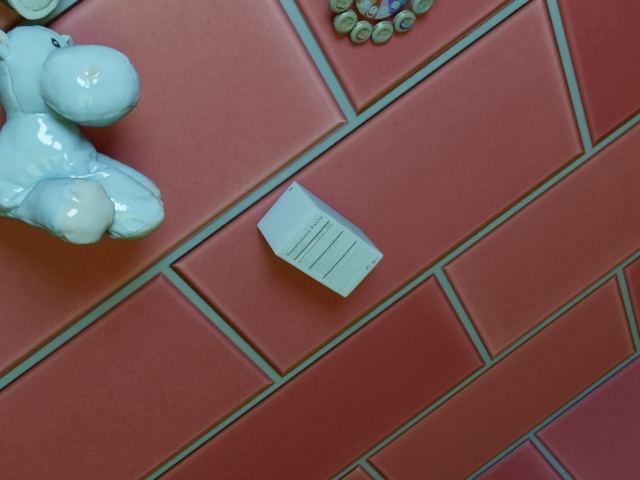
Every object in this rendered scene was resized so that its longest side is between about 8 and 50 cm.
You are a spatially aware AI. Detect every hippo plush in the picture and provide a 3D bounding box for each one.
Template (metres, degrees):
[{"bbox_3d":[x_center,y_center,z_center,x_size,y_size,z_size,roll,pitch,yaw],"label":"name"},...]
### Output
[{"bbox_3d":[-0.324,-0.141,0.791,0.294,0.234,0.236,13,99,13],"label":"hippo plush"}]

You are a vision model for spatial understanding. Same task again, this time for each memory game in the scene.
[{"bbox_3d":[0.097,-0.361,0.896,0.186,0.012,0.186,-19,150,-12],"label":"memory game"}]

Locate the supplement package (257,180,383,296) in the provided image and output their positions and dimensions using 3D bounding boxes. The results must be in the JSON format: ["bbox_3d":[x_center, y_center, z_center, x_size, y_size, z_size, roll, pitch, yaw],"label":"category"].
[{"bbox_3d":[0.000,0.000,1.066,0.179,0.105,0.105,35,101,-37],"label":"supplement package"}]

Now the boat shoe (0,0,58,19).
[{"bbox_3d":[-0.352,-0.400,0.641,0.116,0.097,0.324,-57,156,-45],"label":"boat shoe"}]
